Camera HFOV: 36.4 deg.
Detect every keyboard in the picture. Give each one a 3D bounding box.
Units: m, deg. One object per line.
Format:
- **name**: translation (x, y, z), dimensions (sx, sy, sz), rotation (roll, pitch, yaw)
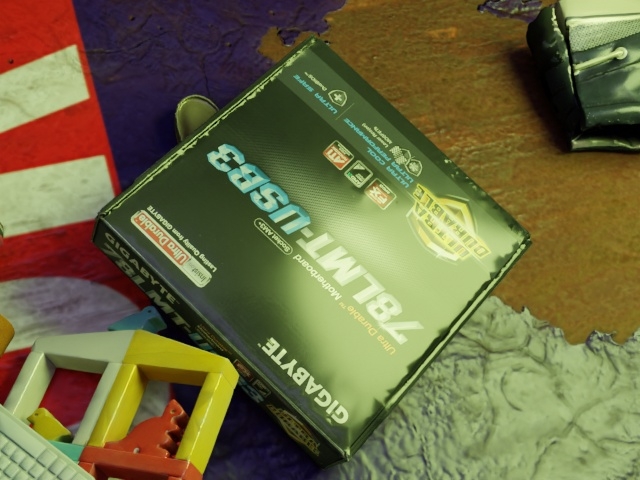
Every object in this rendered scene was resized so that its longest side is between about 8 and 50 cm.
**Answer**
- **keyboard**: translation (-0.289, 0.152, 0.777), dimensions (0.256, 0.014, 0.072), rotation (27, 64, 29)

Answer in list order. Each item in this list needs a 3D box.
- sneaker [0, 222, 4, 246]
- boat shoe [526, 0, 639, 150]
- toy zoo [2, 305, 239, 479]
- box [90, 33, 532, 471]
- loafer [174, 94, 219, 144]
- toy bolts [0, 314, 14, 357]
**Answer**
- **sneaker**: translation (-0.364, -0.113, 0.895), dimensions (0.112, 0.121, 0.299), rotation (-24, 70, -29)
- **boat shoe**: translation (0.402, -0.181, 1.060), dimensions (0.340, 0.127, 0.158), rotation (-6, 70, -3)
- **toy zoo**: translation (-0.183, 0.176, 0.766), dimensions (0.192, 0.030, 0.293), rotation (4, 54, 23)
- **box**: translation (0.000, 0.000, 0.887), dimensions (0.295, 0.073, 0.293), rotation (44, 60, 3)
- **loafer**: translation (-0.105, -0.087, 0.958), dimensions (0.056, 0.050, 0.148), rotation (-15, 68, -19)
- **toy bolts**: translation (-0.365, 0.005, 0.801), dimensions (0.218, 0.228, 0.158), rotation (34, 51, -38)
